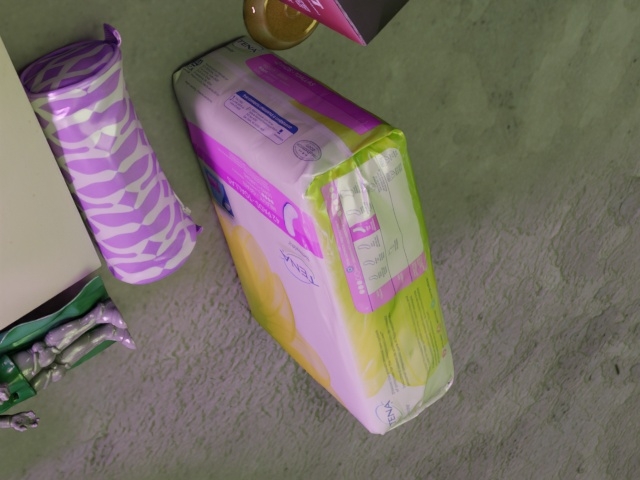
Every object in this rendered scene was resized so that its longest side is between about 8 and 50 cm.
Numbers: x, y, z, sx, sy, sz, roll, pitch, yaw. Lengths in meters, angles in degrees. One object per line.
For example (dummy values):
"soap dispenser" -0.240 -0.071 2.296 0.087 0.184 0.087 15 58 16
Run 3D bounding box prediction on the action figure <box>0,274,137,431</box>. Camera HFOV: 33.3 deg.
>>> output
"action figure" -0.267 0.122 0.889 0.232 0.063 0.137 -30 156 -12

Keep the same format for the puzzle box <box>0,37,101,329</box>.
"puzzle box" -0.325 -0.057 0.703 0.272 0.052 0.409 -33 140 -19

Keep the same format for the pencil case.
"pencil case" -0.161 -0.059 0.849 0.088 0.086 0.206 -33 131 -16

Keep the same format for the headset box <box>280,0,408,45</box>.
"headset box" 0.014 -0.272 0.709 0.218 0.293 0.110 -46 135 -4

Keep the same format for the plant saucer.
"plant saucer" -0.026 -0.201 0.916 0.083 0.015 0.083 -19 127 -28

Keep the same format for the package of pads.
"package of pads" 0.000 0.000 0.910 0.101 0.229 0.296 -32 132 -18
